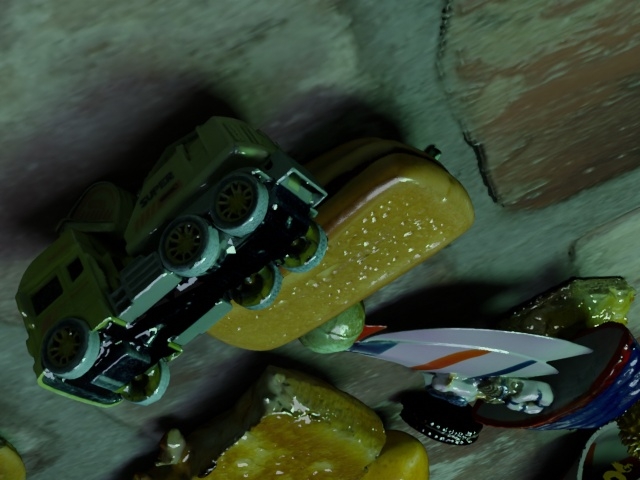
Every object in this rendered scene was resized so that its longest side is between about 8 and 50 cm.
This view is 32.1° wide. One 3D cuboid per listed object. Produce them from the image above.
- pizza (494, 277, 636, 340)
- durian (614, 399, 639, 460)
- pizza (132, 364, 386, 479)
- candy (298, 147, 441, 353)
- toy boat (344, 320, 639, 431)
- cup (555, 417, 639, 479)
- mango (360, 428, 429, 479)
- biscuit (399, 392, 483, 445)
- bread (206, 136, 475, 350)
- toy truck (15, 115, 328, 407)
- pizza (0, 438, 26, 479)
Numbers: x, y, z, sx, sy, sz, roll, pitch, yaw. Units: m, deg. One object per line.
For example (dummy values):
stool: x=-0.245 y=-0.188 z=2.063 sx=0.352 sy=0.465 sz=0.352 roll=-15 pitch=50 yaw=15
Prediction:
pizza: x=0.243 y=0.077 z=1.061 sx=0.160 sy=0.035 sz=0.099 roll=2 pitch=142 yaw=-35
durian: x=0.410 y=0.199 z=1.279 sx=0.168 sy=0.137 sz=0.158 roll=-32 pitch=170 yaw=-9
pizza: x=-0.077 y=0.213 z=1.027 sx=0.189 sy=0.071 sz=0.297 roll=23 pitch=127 yaw=-37
candy: x=0.038 y=0.009 z=0.823 sx=0.061 sy=0.061 sz=0.202 roll=3 pitch=133 yaw=-36
toy boat: x=0.162 y=0.101 z=0.982 sx=0.219 sy=0.072 sz=0.318 roll=-19 pitch=145 yaw=34
cup: x=0.374 y=0.377 z=1.496 sx=0.203 sy=0.203 sz=0.288 roll=-10 pitch=154 yaw=-20
mango: x=0.022 y=0.281 z=1.160 sx=0.154 sy=0.126 sz=0.252 roll=18 pitch=126 yaw=-33
biscuit: x=0.121 y=0.177 z=1.125 sx=0.089 sy=0.087 sz=0.027 roll=21 pitch=106 yaw=-1
bread: x=0.000 y=0.000 z=0.741 sx=0.200 sy=0.077 sz=0.116 roll=-33 pitch=143 yaw=21
toy truck: x=-0.093 y=0.002 z=0.655 sx=0.191 sy=0.116 sz=0.085 roll=-40 pitch=146 yaw=12
pizza: x=-0.350 y=0.199 z=0.877 sx=0.262 sy=0.034 sz=0.181 roll=13 pitch=135 yaw=-44
